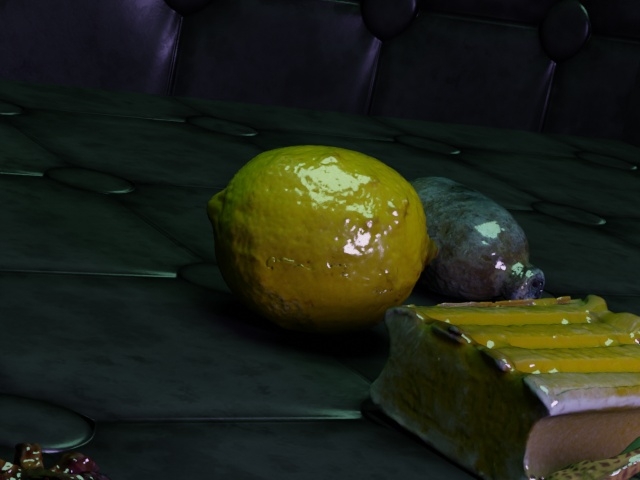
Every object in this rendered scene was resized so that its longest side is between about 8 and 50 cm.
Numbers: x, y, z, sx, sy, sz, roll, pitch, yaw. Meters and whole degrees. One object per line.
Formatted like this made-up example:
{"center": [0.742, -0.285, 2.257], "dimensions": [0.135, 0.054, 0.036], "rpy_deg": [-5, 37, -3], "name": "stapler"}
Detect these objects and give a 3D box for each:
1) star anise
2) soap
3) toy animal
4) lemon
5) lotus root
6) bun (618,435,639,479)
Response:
{"center": [-0.258, 0.223, 1.634], "dimensions": [0.168, 0.057, 0.168], "rpy_deg": [5, 7, -1], "name": "star anise"}
{"center": [0.272, 0.169, 2.085], "dimensions": [0.335, 0.156, 0.293], "rpy_deg": [0, 21, -40], "name": "soap"}
{"center": [0.257, 0.231, 1.728], "dimensions": [0.054, 0.275, 0.149], "rpy_deg": [62, 19, 9], "name": "toy animal"}
{"center": [-0.003, -0.001, 2.336], "dimensions": [0.284, 0.260, 0.260], "rpy_deg": [10, 13, -26], "name": "lemon"}
{"center": [0.206, 0.000, 2.693], "dimensions": [0.175, 0.175, 0.349], "rpy_deg": [3, 16, -33], "name": "lotus root"}
{"center": [0.403, 0.263, 1.827], "dimensions": [0.204, 0.212, 0.126], "rpy_deg": [30, 46, -34], "name": "bun"}
